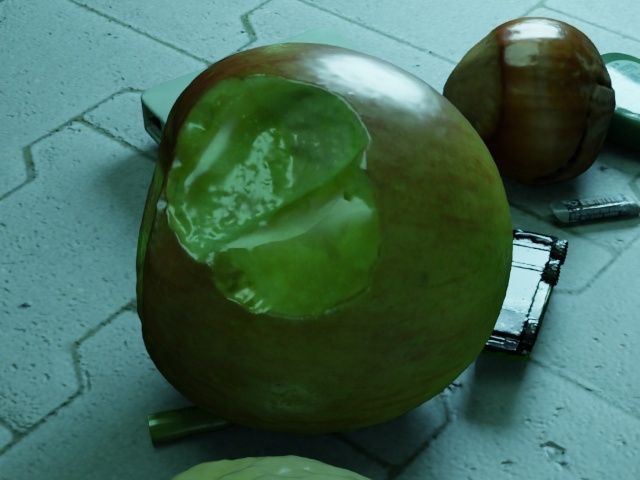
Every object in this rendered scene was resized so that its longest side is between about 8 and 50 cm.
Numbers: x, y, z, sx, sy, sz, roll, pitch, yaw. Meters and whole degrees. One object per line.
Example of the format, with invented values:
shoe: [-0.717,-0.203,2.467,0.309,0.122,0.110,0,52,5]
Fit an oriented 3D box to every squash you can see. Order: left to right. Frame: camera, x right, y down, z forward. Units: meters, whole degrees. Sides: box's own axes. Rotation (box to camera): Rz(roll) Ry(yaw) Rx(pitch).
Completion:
squash: [-0.111,0.159,1.181,0.083,0.027,0.027,-10,41,-10]

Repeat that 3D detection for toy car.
toy car: [0.184,0.055,1.261,0.071,0.062,0.165,11,42,17]

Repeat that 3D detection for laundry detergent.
laundry detergent: [0.383,-0.139,1.480,0.137,0.063,0.211,-29,47,-36]

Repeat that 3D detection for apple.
apple: [0.000,0.000,1.134,0.340,0.339,0.339,-1,41,1]

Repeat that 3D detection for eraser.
eraser: [0.288,-0.033,1.392,0.099,0.019,0.027,-8,27,-7]

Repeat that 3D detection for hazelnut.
hazelnut: [0.222,-0.148,1.423,0.182,0.182,0.182,-1,41,1]

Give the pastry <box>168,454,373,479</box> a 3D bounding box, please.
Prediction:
pastry: [-0.049,0.316,0.738,0.313,0.388,0.388,1,41,9]

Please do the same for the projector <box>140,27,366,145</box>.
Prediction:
projector: [-0.029,-0.120,1.463,0.259,0.079,0.257,-24,45,-23]
